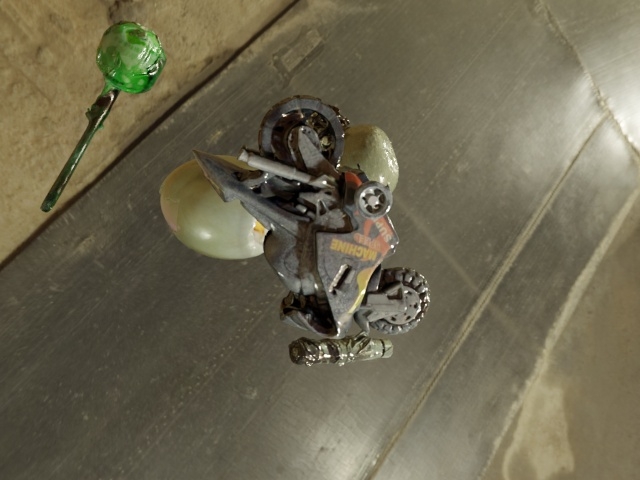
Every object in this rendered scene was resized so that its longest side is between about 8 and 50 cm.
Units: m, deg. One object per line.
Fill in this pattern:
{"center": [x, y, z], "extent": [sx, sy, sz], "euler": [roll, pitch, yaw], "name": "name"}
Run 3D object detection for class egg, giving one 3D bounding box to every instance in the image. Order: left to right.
{"center": [-0.179, -0.063, 0.835], "extent": [0.217, 0.183, 0.183], "euler": [21, 74, 17], "name": "egg"}

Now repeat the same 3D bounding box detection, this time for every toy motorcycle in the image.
{"center": [0.000, 0.000, 0.526], "extent": [0.173, 0.108, 0.307], "euler": [-31, 106, 1], "name": "toy motorcycle"}

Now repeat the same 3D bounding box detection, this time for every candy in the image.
{"center": [-0.344, -0.180, 0.719], "extent": [0.097, 0.097, 0.324], "euler": [31, 95, -19], "name": "candy"}

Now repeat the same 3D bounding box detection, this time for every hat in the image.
{"center": [0.070, -0.133, 0.854], "extent": [0.257, 0.130, 0.257], "euler": [-15, 90, -69], "name": "hat"}

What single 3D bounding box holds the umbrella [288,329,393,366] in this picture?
{"center": [0.039, 0.169, 0.745], "extent": [0.188, 0.046, 0.050], "euler": [7, 118, -33], "name": "umbrella"}
